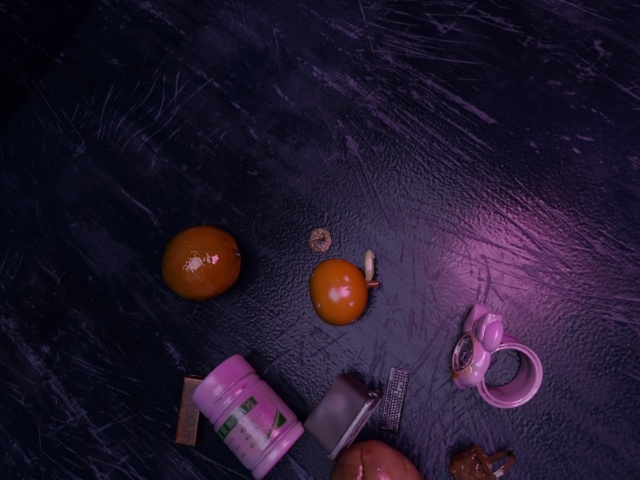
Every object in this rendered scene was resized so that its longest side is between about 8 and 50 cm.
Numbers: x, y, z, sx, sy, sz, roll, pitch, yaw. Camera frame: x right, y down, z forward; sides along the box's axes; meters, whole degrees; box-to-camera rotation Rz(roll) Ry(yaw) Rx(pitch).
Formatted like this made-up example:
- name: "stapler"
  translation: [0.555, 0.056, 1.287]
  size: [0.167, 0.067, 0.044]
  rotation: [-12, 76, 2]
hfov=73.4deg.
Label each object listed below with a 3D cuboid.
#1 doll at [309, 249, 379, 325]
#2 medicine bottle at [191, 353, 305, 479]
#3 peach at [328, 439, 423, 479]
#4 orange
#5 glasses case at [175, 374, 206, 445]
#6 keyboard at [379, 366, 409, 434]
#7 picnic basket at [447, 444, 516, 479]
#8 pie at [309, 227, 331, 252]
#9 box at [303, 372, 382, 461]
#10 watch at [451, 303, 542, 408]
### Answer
- name: "doll"
  translation: [0.082, 0.151, 1.343]
  size: [0.235, 0.213, 0.214]
  rotation: [-16, 78, -3]
- name: "medicine bottle"
  translation: [-0.225, 0.547, 1.347]
  size: [0.325, 0.212, 0.212]
  rotation: [44, 94, 15]
- name: "peach"
  translation: [0.158, 0.717, 1.217]
  size: [0.291, 0.247, 0.293]
  rotation: [-4, 84, 34]
- name: "orange"
  translation: [-0.394, 0.074, 1.447]
  size: [0.263, 0.264, 0.265]
  rotation: [-2, 82, 13]
- name: "glasses case"
  translation: [-0.442, 0.582, 1.478]
  size: [0.075, 0.049, 0.219]
  rotation: [6, 84, 8]
- name: "keyboard"
  translation: [0.232, 0.503, 1.347]
  size: [0.063, 0.010, 0.198]
  rotation: [10, 85, 13]
- name: "picnic basket"
  translation: [0.468, 0.648, 1.206]
  size: [0.178, 0.128, 0.138]
  rotation: [-36, 77, 16]
- name: "pie"
  translation: [0.000, 0.000, 1.469]
  size: [0.084, 0.020, 0.085]
  rotation: [-2, 82, 13]
- name: "box"
  translation: [0.066, 0.529, 1.313]
  size: [0.135, 0.163, 0.244]
  rotation: [34, 92, 25]
- name: "watch"
  translation: [0.509, 0.335, 1.232]
  size: [0.217, 0.211, 0.249]
  rotation: [21, 96, -2]
